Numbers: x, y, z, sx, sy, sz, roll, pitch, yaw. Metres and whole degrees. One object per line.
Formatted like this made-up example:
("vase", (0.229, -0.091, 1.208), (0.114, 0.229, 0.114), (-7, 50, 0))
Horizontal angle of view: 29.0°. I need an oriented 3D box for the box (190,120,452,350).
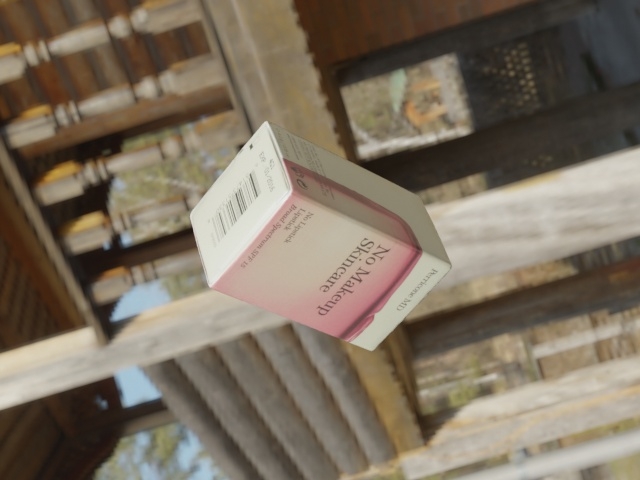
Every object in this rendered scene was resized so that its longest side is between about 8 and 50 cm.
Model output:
("box", (0.000, 0.000, 1.337), (0.232, 0.148, 0.127), (24, -151, -34))
